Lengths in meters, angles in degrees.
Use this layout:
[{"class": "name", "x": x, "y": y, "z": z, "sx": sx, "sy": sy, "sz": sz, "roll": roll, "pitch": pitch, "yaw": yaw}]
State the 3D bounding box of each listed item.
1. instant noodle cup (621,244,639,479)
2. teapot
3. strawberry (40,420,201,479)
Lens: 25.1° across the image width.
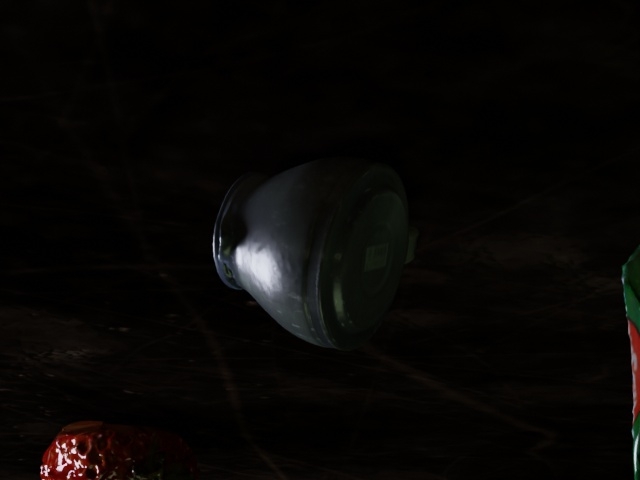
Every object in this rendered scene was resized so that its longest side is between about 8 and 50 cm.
[{"class": "instant noodle cup", "x": 0.165, "y": -0.015, "z": 0.262, "sx": 0.207, "sy": 0.207, "sz": 0.233, "roll": -1, "pitch": 154, "yaw": 7}, {"class": "teapot", "x": 0.000, "y": 0.000, "z": 0.509, "sx": 0.057, "sy": 0.066, "sz": 0.088, "roll": 14, "pitch": -169, "yaw": 26}, {"class": "strawberry", "x": -0.132, "y": 0.140, "z": 0.931, "sx": 0.104, "sy": 0.048, "sz": 0.152, "roll": 2, "pitch": 176, "yaw": -24}]
